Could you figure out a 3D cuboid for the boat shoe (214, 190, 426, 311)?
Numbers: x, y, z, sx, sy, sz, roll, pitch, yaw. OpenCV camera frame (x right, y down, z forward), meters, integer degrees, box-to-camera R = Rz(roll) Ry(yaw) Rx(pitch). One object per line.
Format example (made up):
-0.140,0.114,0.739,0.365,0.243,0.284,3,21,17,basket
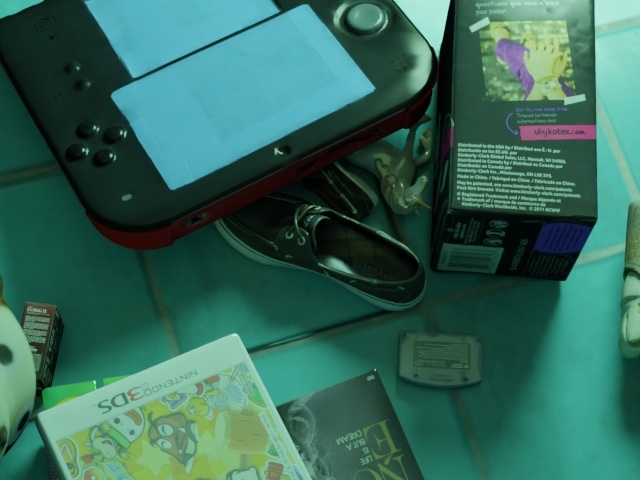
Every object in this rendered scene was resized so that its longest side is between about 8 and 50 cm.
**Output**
0.000,0.000,1.362,0.228,0.076,0.080,28,69,8,boat shoe

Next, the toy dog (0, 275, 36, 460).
-0.443,0.147,1.150,0.407,0.395,0.285,-7,107,-19,toy dog

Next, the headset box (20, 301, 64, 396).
-0.269,0.101,1.317,0.032,0.062,0.083,7,69,-1,headset box

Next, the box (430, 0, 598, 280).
0.189,-0.115,1.370,0.143,0.165,0.270,5,67,0,box

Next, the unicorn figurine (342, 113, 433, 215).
0.070,-0.088,1.418,0.162,0.060,0.111,21,68,23,unicorn figurine

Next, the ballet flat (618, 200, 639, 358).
0.353,0.108,1.325,0.106,0.107,0.316,-28,70,-5,ballet flat

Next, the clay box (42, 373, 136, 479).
-0.183,0.238,1.269,0.127,0.053,0.222,-7,67,-9,clay box

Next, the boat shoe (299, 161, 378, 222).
0.000,-0.064,1.407,0.125,0.046,0.038,40,67,4,boat shoe

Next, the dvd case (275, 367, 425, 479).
0.020,0.247,1.295,0.164,0.018,0.221,-20,70,-10,dvd case

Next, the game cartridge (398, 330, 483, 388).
0.118,0.118,1.354,0.083,0.017,0.056,4,64,-1,game cartridge

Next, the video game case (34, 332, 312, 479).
-0.117,0.219,1.243,0.206,0.026,0.227,-21,74,-24,video game case

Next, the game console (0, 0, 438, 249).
-0.109,-0.186,1.416,0.386,0.060,0.342,-26,62,-13,game console
